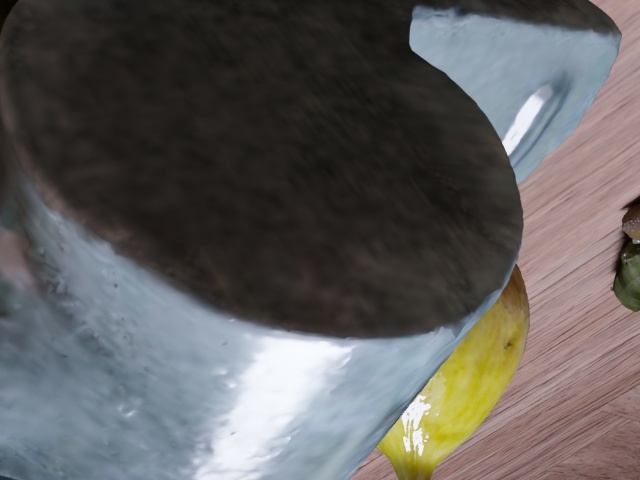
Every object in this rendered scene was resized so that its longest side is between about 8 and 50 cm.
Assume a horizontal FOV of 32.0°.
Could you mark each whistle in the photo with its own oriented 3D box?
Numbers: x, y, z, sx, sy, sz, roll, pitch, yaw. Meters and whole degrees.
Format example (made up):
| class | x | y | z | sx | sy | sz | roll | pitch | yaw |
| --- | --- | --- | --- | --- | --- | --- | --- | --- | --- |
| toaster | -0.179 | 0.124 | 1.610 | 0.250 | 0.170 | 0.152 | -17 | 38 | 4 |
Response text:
| class | x | y | z | sx | sy | sz | roll | pitch | yaw |
| --- | --- | --- | --- | --- | --- | --- | --- | --- | --- |
| whistle | -0.015 | -0.024 | 0.477 | 0.405 | 0.188 | 0.168 | -48 | 172 | -50 |

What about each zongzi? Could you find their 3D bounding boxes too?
| class | x | y | z | sx | sy | sz | roll | pitch | yaw |
| --- | --- | --- | --- | --- | --- | --- | --- | --- | --- |
| zongzi | 0.344 | 0.015 | 1.083 | 0.130 | 0.062 | 0.154 | -37 | 160 | -5 |

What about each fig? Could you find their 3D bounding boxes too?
| class | x | y | z | sx | sy | sz | roll | pitch | yaw |
| --- | --- | --- | --- | --- | --- | --- | --- | --- | --- |
| fig | 0.072 | 0.107 | 0.785 | 0.159 | 0.257 | 0.159 | -2 | 160 | -1 |

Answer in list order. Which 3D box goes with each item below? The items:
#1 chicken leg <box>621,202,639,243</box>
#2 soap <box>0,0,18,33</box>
| class | x | y | z | sx | sy | sz | roll | pitch | yaw |
| --- | --- | --- | --- | --- | --- | --- | --- | --- | --- |
| chicken leg | 0.360 | -0.044 | 0.981 | 0.198 | 0.069 | 0.085 | -18 | 161 | 6 |
| soap | -0.082 | -0.117 | 0.475 | 0.135 | 0.076 | 0.233 | -32 | 153 | 12 |
